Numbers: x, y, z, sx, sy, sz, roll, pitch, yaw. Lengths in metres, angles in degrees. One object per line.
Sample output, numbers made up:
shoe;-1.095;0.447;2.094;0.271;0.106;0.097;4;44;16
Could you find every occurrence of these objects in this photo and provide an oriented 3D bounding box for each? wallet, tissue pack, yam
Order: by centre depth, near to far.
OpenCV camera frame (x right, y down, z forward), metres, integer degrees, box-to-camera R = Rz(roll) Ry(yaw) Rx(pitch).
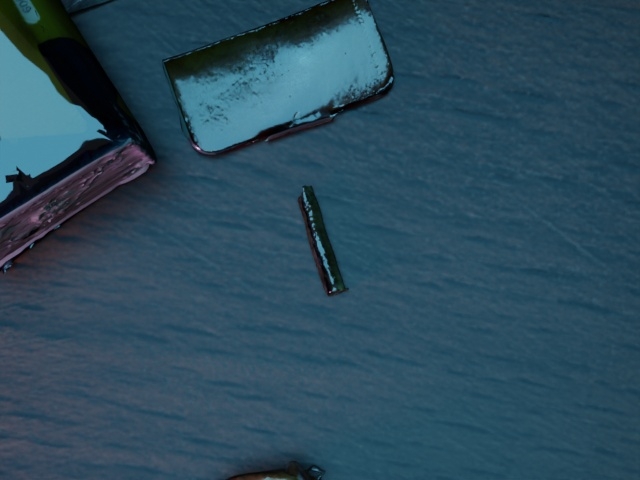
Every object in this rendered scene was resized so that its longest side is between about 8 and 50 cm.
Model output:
tissue pack;-0.397;-0.193;1.630;0.264;0.253;0.416;-32;87;0
yam;0.000;0.000;1.716;0.027;0.033;0.129;-21;80;27
wallet;-0.047;-0.190;1.727;0.255;0.031;0.137;-19;86;1

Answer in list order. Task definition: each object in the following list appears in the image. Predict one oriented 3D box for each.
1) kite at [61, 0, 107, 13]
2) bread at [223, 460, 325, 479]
kite;-0.276;-0.425;1.702;0.169;0.015;0.310;-26;111;-4
bread;-0.075;0.353;1.644;0.190;0.123;0.244;34;86;5
